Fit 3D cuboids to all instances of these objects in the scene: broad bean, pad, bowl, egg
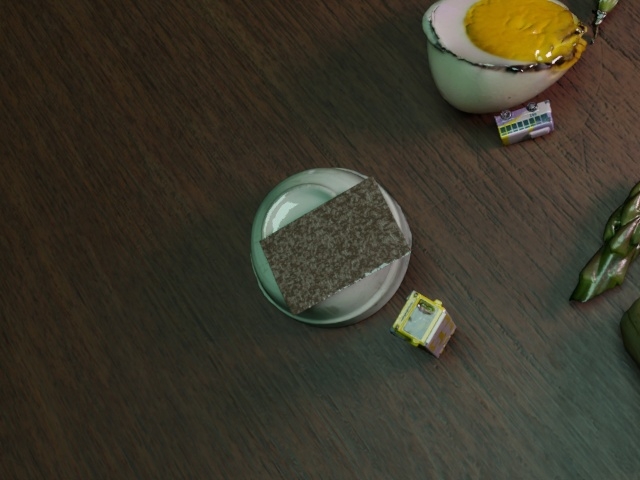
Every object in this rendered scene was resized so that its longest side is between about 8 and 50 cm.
[{"bbox_3d":[0.528,-0.534,1.483,0.075,0.067,0.324,-8,70,28],"label":"broad bean"},{"bbox_3d":[0.021,0.010,1.348,0.235,0.003,0.158,-30,67,11],"label":"pad"},{"bbox_3d":[0.000,0.000,1.451,0.307,0.163,0.306,-5,74,19],"label":"bowl"},{"bbox_3d":[0.327,-0.338,1.443,0.287,0.174,0.264,-26,55,-17],"label":"egg"}]

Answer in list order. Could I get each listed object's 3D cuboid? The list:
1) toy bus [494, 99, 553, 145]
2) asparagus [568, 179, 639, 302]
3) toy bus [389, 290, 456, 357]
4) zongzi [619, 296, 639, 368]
[{"bbox_3d":[0.376,-0.214,1.447,0.102,0.052,0.058,-16,73,15],"label":"toy bus"},{"bbox_3d":[0.518,-0.009,1.332,0.080,0.080,0.287,28,92,22],"label":"asparagus"},{"bbox_3d":[0.172,0.145,1.314,0.074,0.226,0.081,31,84,19],"label":"toy bus"},{"bbox_3d":[0.626,0.194,1.232,0.275,0.125,0.250,6,41,-20],"label":"zongzi"}]
